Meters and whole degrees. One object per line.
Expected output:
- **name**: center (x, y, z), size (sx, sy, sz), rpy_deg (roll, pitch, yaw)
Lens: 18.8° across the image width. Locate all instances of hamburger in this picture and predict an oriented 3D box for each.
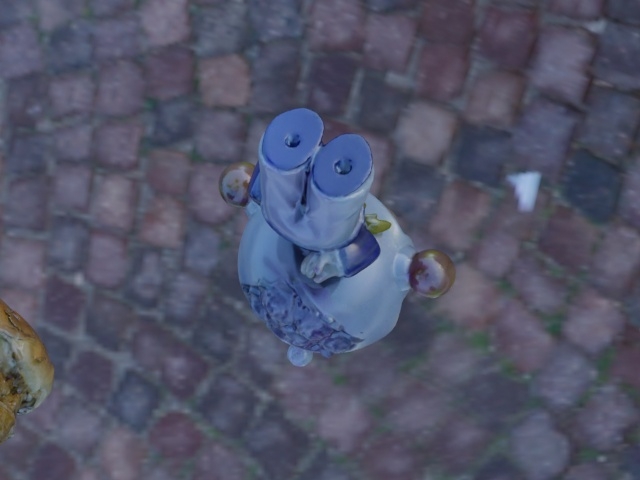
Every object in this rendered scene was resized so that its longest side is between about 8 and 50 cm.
- **hamburger**: center (-0.415, 0.151, 1.972), size (0.245, 0.260, 0.211), rpy_deg (9, 50, 35)

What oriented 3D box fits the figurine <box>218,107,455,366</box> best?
- **figurine**: center (0.009, 0.003, 1.471), size (0.194, 0.274, 0.133), rpy_deg (32, 71, -8)
